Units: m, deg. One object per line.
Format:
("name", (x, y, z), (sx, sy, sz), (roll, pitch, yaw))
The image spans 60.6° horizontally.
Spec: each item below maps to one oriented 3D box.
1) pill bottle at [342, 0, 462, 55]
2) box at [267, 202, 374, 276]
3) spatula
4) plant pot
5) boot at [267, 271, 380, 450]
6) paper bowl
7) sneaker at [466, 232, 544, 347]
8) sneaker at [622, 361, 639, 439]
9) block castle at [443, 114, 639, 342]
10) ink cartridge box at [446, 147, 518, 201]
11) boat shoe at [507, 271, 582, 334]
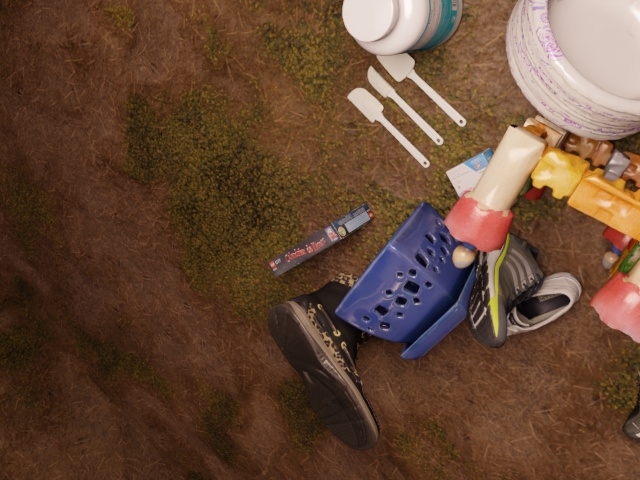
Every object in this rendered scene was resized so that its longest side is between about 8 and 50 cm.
("pill bottle", (0.143, -0.407, 0.969), (0.146, 0.264, 0.146), (14, 117, 30))
("box", (0.000, 0.000, 1.310), (0.233, 0.159, 0.044), (-31, 91, 39))
("spatula", (0.181, -0.283, 1.155), (0.242, 0.019, 0.168), (47, 127, 9))
("plant pot", (0.205, 0.095, 1.172), (0.212, 0.236, 0.236), (39, 127, 6))
("boot", (0.067, 0.265, 1.298), (0.138, 0.284, 0.377), (-38, 85, 38))
("paper bowl", (0.423, -0.291, 0.840), (0.284, 0.284, 0.148), (50, 164, 6))
("sneaker", (0.356, 0.082, 1.029), (0.121, 0.300, 0.111), (19, 136, 7))
("sneaker", (0.645, 0.283, 1.050), (0.106, 0.078, 0.234), (39, 123, 18))
("block castle", (0.399, -0.035, 0.844), (0.303, 0.453, 0.212), (32, 118, 18))
("ink cartridge box", (0.327, -0.110, 1.108), (0.089, 0.052, 0.122), (-28, 94, 39))
("boat shoe", (0.412, 0.147, 1.140), (0.095, 0.084, 0.258), (52, 128, 5))
